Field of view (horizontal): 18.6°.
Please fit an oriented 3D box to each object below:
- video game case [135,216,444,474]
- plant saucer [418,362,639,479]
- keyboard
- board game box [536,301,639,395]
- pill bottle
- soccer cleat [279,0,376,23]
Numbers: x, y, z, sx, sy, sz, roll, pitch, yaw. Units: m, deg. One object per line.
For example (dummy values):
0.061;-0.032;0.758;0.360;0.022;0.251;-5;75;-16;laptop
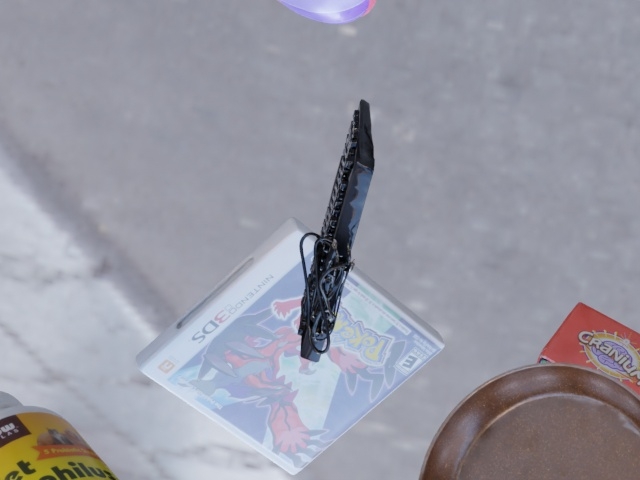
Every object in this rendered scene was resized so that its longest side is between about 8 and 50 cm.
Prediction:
-0.023;0.094;1.653;0.183;0.023;0.201;-42;127;14;video game case
0.140;0.158;1.180;0.168;0.168;0.029;1;167;27;plant saucer
0.000;0.000;1.364;0.038;0.100;0.192;6;130;-9;keyboard
0.245;0.217;1.446;0.242;0.064;0.316;29;140;14;board game box
-0.191;0.193;1.344;0.215;0.117;0.117;40;180;43;pill bottle
-0.071;-0.171;0.782;0.248;0.095;0.083;54;158;16;soccer cleat
